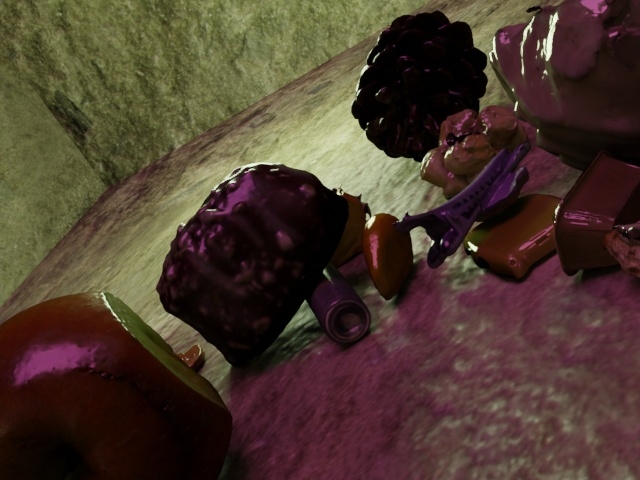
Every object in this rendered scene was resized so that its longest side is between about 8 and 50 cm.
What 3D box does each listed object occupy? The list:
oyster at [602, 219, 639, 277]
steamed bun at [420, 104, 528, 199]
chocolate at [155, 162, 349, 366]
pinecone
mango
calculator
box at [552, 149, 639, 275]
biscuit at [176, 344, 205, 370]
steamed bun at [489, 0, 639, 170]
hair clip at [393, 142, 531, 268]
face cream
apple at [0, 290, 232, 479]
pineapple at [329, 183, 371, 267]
[{"bbox_3d":[0.421,0.005,1.117,0.209,0.072,0.133,-8,18,14],"label":"oyster"},{"bbox_3d":[0.257,-0.162,1.779,0.192,0.106,0.177,-16,23,48],"label":"steamed bun"},{"bbox_3d":[-0.128,0.019,1.636,0.340,0.210,0.225,-56,14,4],"label":"chocolate"},{"bbox_3d":[0.200,-0.296,1.989,0.242,0.298,0.296,14,44,11],"label":"pinecone"},{"bbox_3d":[0.104,0.020,1.577,0.066,0.101,0.187,-25,29,24],"label":"mango"},{"bbox_3d":[0.284,-0.015,1.458,0.157,0.033,0.236,-36,14,-2],"label":"calculator"},{"bbox_3d":[0.351,-0.034,1.279,0.111,0.111,0.177,-12,27,50],"label":"box"},{"bbox_3d":[-0.261,0.233,1.799,0.130,0.019,0.102,-29,18,13],"label":"biscuit"},{"bbox_3d":[0.407,-0.201,1.402,0.347,0.237,0.394,-4,-3,24],"label":"steamed bun"},{"bbox_3d":[0.224,-0.050,1.513,0.278,0.090,0.137,-33,-4,-33],"label":"hair clip"},{"bbox_3d":[0.013,0.086,1.608,0.073,0.073,0.283,-34,17,-1],"label":"face cream"},{"bbox_3d":[-0.302,0.244,1.386,0.384,0.374,0.374,0,24,6],"label":"apple"},{"bbox_3d":[0.000,0.000,1.845,0.236,0.114,0.186,-30,15,47],"label":"pineapple"}]
